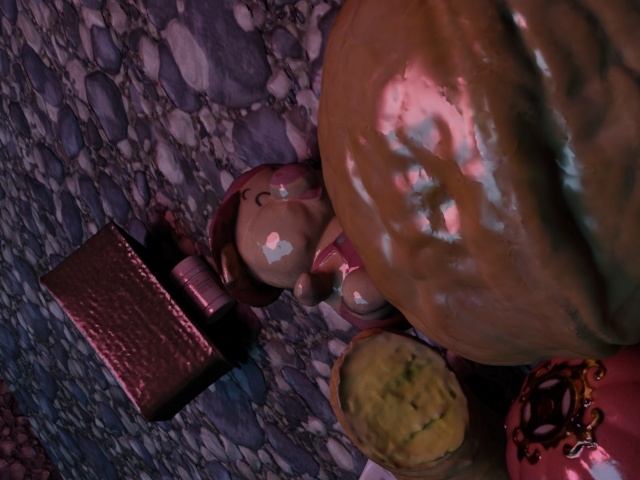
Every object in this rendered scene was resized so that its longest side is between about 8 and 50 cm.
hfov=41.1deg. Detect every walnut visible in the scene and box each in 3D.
[{"bbox_3d":[0.142,-0.064,0.573,0.313,0.277,0.252,60,177,-13],"label":"walnut"}]

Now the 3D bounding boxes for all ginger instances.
[{"bbox_3d":[0.114,0.191,0.857,0.190,0.126,0.354,36,171,44],"label":"ginger"}]

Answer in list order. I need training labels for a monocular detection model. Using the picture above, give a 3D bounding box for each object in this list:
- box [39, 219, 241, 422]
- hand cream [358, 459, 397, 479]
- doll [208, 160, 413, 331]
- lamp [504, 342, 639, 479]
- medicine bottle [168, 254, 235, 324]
[{"bbox_3d":[-0.264,0.126,1.281,0.273,0.143,0.184,49,175,11],"label":"box"},{"bbox_3d":[0.075,0.357,1.205,0.052,0.038,0.216,20,134,4],"label":"hand cream"},{"bbox_3d":[0.000,-0.004,0.869,0.256,0.196,0.152,21,114,32],"label":"doll"},{"bbox_3d":[0.243,0.165,0.718,0.140,0.182,0.182,29,153,-21],"label":"lamp"},{"bbox_3d":[-0.175,0.072,1.257,0.091,0.058,0.058,48,145,13],"label":"medicine bottle"}]
